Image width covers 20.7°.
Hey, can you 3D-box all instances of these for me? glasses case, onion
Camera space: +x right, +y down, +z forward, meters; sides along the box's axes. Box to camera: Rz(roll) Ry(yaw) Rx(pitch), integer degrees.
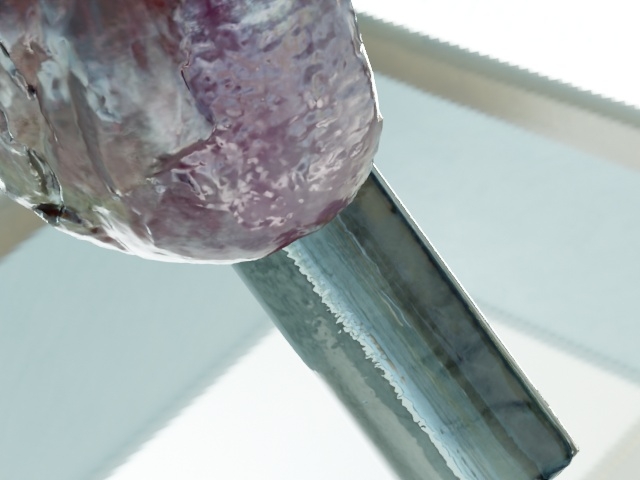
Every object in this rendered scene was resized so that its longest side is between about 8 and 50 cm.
[{"bbox_3d":[0.000,0.000,0.831,0.060,0.299,0.114,-40,-174,-35],"label":"glasses case"},{"bbox_3d":[-0.101,-0.111,0.649,0.227,0.283,0.120,18,-134,39],"label":"onion"}]
